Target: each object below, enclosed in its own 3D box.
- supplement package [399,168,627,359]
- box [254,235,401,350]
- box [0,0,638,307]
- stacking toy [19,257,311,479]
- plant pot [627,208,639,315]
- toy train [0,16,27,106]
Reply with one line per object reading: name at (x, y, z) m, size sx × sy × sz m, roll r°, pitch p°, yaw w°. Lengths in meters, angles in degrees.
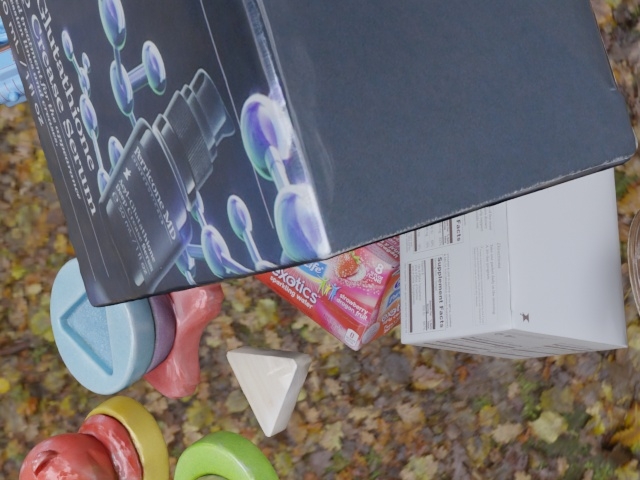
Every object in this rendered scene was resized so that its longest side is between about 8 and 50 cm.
supplement package at (0.204, -0.016, 0.955) m, size 0.145 × 0.204 × 0.262 m, roll -14°, pitch 70°, yaw 47°
box at (0.000, 0.000, 1.096) m, size 0.257 × 0.122 × 0.128 m, roll 34°, pitch 123°, yaw 24°
box at (-0.047, -0.132, 0.586) m, size 0.395 × 0.212 × 0.294 m, roll -15°, pitch 93°, yaw 60°
stacking toy at (-0.165, 0.174, 0.834) m, size 0.279 × 0.130 × 0.309 m, roll 25°, pitch 114°, yaw 34°
plant pot at (0.397, 0.026, 0.810) m, size 0.165 × 0.167 × 0.167 m, roll -18°, pitch 82°, yaw 44°
toy train at (-0.352, -0.212, 1.054) m, size 0.184 × 0.080 × 0.105 m, roll -19°, pitch 61°, yaw 8°
